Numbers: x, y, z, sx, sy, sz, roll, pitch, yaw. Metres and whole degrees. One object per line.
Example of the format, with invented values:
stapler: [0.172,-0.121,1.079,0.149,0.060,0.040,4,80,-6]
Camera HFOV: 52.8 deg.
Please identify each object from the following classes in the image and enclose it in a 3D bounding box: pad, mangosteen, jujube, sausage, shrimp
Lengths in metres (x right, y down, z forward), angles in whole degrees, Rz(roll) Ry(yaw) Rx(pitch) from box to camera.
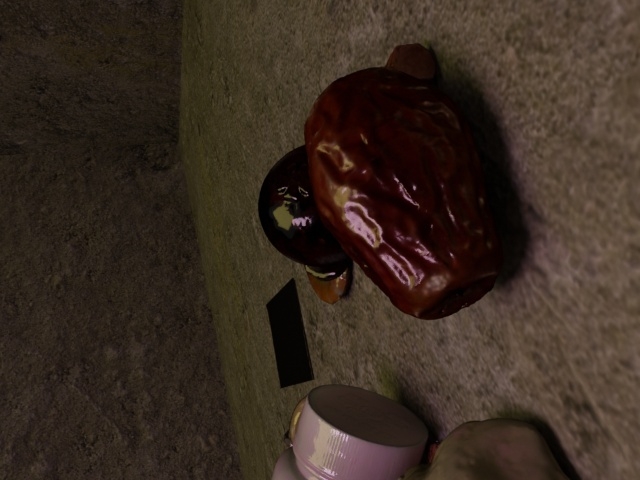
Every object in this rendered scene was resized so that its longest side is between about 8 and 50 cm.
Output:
pad: [-0.087,0.254,1.683,0.367,0.007,0.247,132,128,-68]
mangosteen: [0.009,-0.051,0.971,0.210,0.210,0.209,173,90,-72]
jujube: [0.089,-0.059,0.708,0.197,0.197,0.290,110,142,-56]
sausage: [0.092,-0.182,0.844,0.169,0.065,0.065,121,138,-64]
shrimp: [0.000,0.000,1.221,0.150,0.068,0.248,-53,50,48]

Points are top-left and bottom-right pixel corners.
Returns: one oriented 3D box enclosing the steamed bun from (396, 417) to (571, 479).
steamed bun: [0.152,0.357,0.653,0.275,0.206,0.319,141,116,-67]

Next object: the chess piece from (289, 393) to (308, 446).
chess piece: [0.046,0.408,1.178,0.138,0.124,0.307,-65,25,1]

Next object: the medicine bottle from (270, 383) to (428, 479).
medicine bottle: [0.016,0.425,0.948,0.213,0.214,0.378,-142,66,-66]

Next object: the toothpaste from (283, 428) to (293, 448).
toothpaste: [-0.064,0.525,1.654,0.075,0.048,0.301,51,163,7]

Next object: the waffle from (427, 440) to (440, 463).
waffle: [0.168,0.314,0.868,0.075,0.029,0.083,168,97,-72]
